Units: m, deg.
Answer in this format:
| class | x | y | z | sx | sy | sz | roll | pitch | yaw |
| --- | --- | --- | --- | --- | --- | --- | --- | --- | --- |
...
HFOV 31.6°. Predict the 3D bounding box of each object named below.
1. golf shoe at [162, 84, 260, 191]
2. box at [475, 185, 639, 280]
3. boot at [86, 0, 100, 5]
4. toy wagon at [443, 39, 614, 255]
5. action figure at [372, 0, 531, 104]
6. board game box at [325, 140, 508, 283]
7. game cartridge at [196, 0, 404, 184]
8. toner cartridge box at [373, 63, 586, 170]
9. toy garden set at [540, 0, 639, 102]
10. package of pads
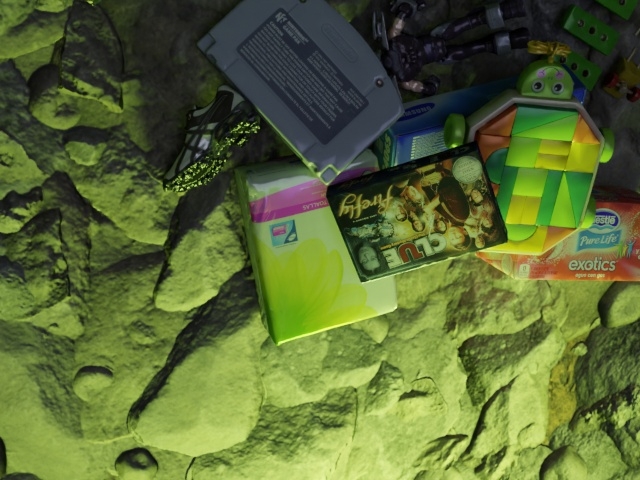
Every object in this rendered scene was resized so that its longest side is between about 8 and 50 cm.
| class | x | y | z | sx | sy | sz | roll | pitch | yaw |
| --- | --- | --- | --- | --- | --- | --- | --- | --- | --- |
| golf shoe | -0.180 | -0.155 | 1.744 | 0.198 | 0.094 | 0.077 | -41 | 160 | 21 |
| box | 0.442 | -0.017 | 1.983 | 0.300 | 0.154 | 0.142 | 2 | 104 | -20 |
| boot | -0.395 | -0.366 | 1.584 | 0.178 | 0.085 | 0.236 | 30 | 94 | -29 |
| toy wagon | 0.323 | -0.140 | 1.766 | 0.267 | 0.068 | 0.344 | 4 | 118 | -11 |
| action figure | 0.193 | -0.314 | 1.823 | 0.285 | 0.099 | 0.185 | -15 | 119 | 0 |
| board game box | 0.150 | -0.041 | 1.751 | 0.243 | 0.042 | 0.165 | -17 | 114 | 14 |
| game cartridge | -0.020 | -0.255 | 1.728 | 0.196 | 0.060 | 0.294 | -43 | 93 | 0 |
| toner cartridge box | 0.258 | -0.172 | 1.869 | 0.348 | 0.075 | 0.165 | -15 | 138 | -16 |
| toy garden set | 0.507 | -0.373 | 1.954 | 0.204 | 0.049 | 0.244 | 25 | 96 | -24 |
| package of pads | 0.000 | 0.000 | 1.845 | 0.229 | 0.101 | 0.296 | -14 | 112 | -15 |
